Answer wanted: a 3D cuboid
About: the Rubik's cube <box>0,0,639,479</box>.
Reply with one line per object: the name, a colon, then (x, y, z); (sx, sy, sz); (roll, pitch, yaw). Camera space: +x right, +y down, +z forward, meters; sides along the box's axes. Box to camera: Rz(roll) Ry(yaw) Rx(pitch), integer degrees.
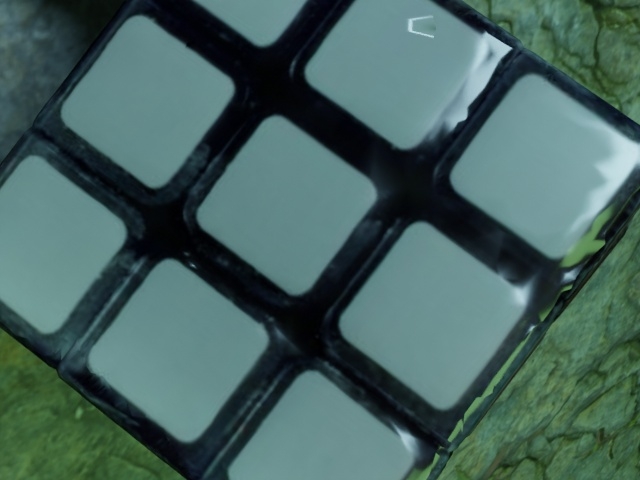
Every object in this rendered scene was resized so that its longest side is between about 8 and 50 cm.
Rubik's cube: (0.000, 0.000, 0.808); (0.303, 0.301, 0.305); (-52, 169, -3)
